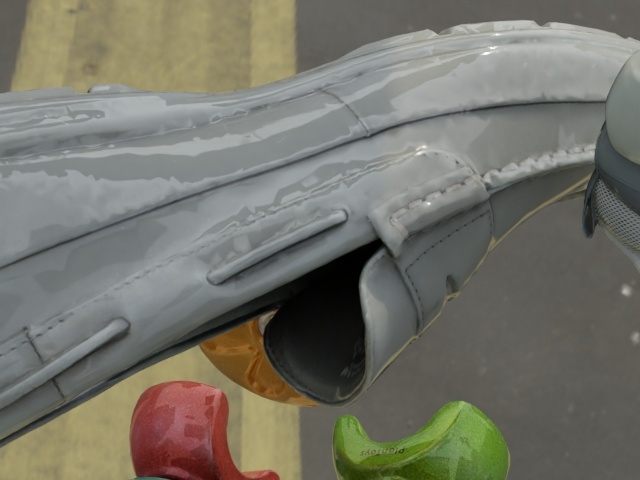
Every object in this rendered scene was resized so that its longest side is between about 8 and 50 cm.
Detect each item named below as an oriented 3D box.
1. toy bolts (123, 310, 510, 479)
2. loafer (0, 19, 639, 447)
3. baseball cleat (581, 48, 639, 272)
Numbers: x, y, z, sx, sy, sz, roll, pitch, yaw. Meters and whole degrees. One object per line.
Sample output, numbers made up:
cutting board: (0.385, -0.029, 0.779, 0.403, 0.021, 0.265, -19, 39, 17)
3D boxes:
toy bolts: (-0.046, 0.138, 0.658, 0.218, 0.228, 0.158, 55, 37, -26)
loafer: (0.000, 0.000, 0.416, 0.319, 0.112, 0.111, -13, 78, -23)
baseball cleat: (0.182, 0.003, 0.371, 0.206, 0.109, 0.072, 21, 36, 19)
